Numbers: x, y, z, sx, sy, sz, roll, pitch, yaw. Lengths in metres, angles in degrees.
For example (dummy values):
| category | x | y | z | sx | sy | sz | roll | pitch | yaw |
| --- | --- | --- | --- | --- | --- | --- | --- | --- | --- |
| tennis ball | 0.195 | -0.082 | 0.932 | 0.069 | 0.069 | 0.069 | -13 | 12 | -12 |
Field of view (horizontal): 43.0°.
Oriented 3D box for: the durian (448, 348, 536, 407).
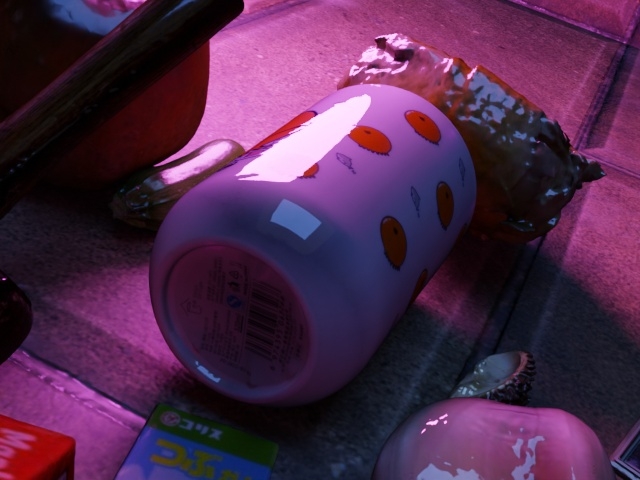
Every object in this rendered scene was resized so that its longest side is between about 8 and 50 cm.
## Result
| category | x | y | z | sx | sy | sz | roll | pitch | yaw |
| --- | --- | --- | --- | --- | --- | --- | --- | --- | --- |
| durian | 0.168 | 0.132 | 0.764 | 0.066 | 0.052 | 0.130 | 29 | 33 | 24 |

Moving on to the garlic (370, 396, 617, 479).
| category | x | y | z | sx | sy | sz | roll | pitch | yaw |
| --- | --- | --- | --- | --- | --- | --- | --- | --- | --- |
| garlic | 0.145 | 0.191 | 0.606 | 0.217 | 0.110 | 0.228 | 9 | 32 | -8 |

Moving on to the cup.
| category | x | y | z | sx | sy | sz | roll | pitch | yaw |
| --- | --- | --- | --- | --- | --- | --- | --- | --- | --- |
| cup | 0.000 | 0.000 | 0.739 | 0.212 | 0.212 | 0.317 | 25 | 33 | 13 |

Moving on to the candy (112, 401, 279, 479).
| category | x | y | z | sx | sy | sz | roll | pitch | yaw |
| --- | --- | --- | --- | --- | --- | --- | --- | --- | --- |
| candy | -0.098 | 0.197 | 0.516 | 0.097 | 0.062 | 0.194 | 18 | 31 | 4 |

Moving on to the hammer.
| category | x | y | z | sx | sy | sz | roll | pitch | yaw |
| --- | --- | --- | --- | --- | --- | --- | --- | --- | --- |
| hammer | -0.233 | -0.098 | 0.680 | 0.242 | 0.095 | 0.409 | 39 | 75 | 22 |

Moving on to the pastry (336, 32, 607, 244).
| category | x | y | z | sx | sy | sz | roll | pitch | yaw |
| --- | --- | --- | --- | --- | --- | --- | --- | --- | --- |
| pastry | 0.158 | -0.109 | 0.976 | 0.329 | 0.136 | 0.329 | 34 | -4 | 3 |

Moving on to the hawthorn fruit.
| category | x | y | z | sx | sy | sz | roll | pitch | yaw |
| --- | --- | --- | --- | --- | --- | --- | --- | --- | --- |
| hawthorn fruit | -0.245 | -0.214 | 0.864 | 0.267 | 0.301 | 0.268 | 15 | 44 | -15 |

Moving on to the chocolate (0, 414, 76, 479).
| category | x | y | z | sx | sy | sz | roll | pitch | yaw |
| --- | --- | --- | --- | --- | --- | --- | --- | --- | --- |
| chocolate | -0.258 | 0.141 | 0.401 | 0.234 | 0.108 | 0.237 | 19 | 0 | 2 |

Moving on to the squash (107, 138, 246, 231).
| category | x | y | z | sx | sy | sz | roll | pitch | yaw |
| --- | --- | --- | --- | --- | --- | --- | --- | --- | --- |
| squash | -0.145 | -0.062 | 0.904 | 0.077 | 0.068 | 0.219 | 44 | 36 | 10 |

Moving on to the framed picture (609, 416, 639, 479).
| category | x | y | z | sx | sy | sz | roll | pitch | yaw |
| --- | --- | --- | --- | --- | --- | --- | --- | --- | --- |
| framed picture | 0.371 | 0.227 | 0.751 | 0.183 | 0.011 | 0.142 | 34 | 34 | 26 |
